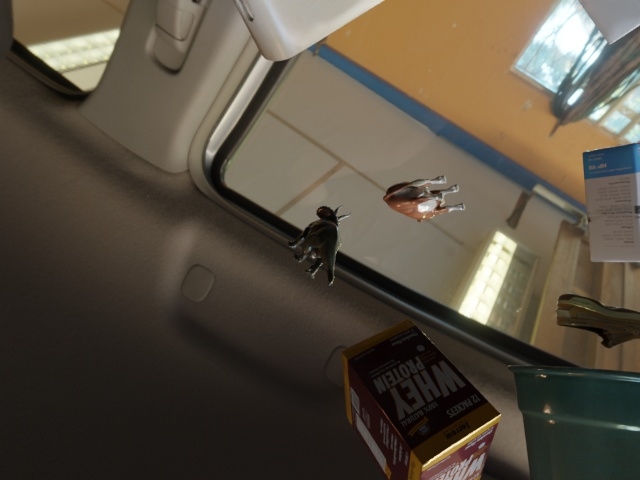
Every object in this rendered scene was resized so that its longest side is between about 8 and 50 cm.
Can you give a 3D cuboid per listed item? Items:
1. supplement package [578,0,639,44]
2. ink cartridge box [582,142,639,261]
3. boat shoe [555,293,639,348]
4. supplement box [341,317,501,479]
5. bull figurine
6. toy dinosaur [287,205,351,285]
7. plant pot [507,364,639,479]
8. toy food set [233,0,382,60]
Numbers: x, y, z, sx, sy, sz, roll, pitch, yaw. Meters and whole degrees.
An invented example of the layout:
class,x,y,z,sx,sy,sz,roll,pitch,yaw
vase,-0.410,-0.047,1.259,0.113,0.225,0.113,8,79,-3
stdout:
class,x,y,z,sx,sy,sz,roll,pitch,yaw
supplement package,0.734,-0.603,0.909,0.292,0.175,0.178,-34,-90,-25
ink cartridge box,0.402,-0.032,0.537,0.104,0.060,0.180,-9,-86,-34
boat shoe,0.519,0.158,0.731,0.189,0.068,0.072,15,-109,18
supplement box,0.138,0.267,0.626,0.128,0.192,0.194,-21,-141,-19
bull figurine,0.310,-0.118,1.228,0.310,0.188,0.101,1,-102,-54
toy dinosaur,0.000,0.000,1.127,0.120,0.160,0.314,34,-159,-15
plant pot,0.528,0.415,0.745,0.340,0.341,0.335,11,-107,-15
toy food set,-0.009,-0.462,0.652,0.306,0.220,0.092,-32,-132,-1
